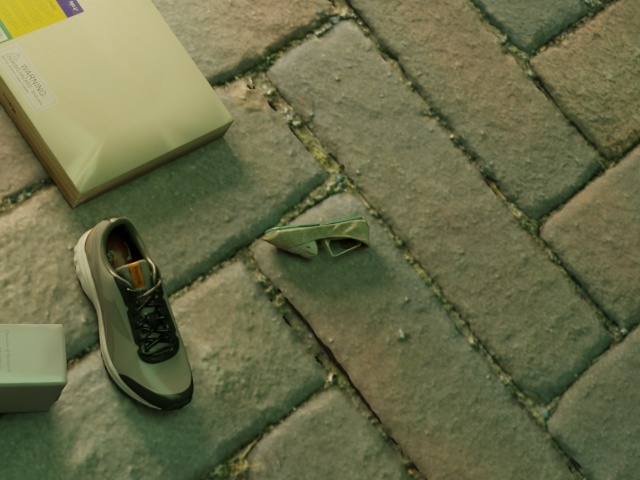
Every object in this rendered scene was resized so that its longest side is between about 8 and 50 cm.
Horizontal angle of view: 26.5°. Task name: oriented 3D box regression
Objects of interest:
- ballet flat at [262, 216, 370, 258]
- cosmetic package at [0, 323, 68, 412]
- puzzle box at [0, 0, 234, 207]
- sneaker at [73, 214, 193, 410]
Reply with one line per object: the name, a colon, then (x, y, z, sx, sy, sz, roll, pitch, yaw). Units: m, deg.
ballet flat: (0.000, 0.000, 1.933, 0.168, 0.057, 0.052, -8, 79, -27)
cosmetic package: (-0.429, 0.154, 1.624, 0.231, 0.117, 0.085, 0, 67, -25)
puzzle box: (-0.341, -0.270, 1.913, 0.272, 0.052, 0.409, -29, 80, -32)
sneaker: (-0.237, 0.093, 1.748, 0.100, 0.108, 0.271, -18, 75, -32)
